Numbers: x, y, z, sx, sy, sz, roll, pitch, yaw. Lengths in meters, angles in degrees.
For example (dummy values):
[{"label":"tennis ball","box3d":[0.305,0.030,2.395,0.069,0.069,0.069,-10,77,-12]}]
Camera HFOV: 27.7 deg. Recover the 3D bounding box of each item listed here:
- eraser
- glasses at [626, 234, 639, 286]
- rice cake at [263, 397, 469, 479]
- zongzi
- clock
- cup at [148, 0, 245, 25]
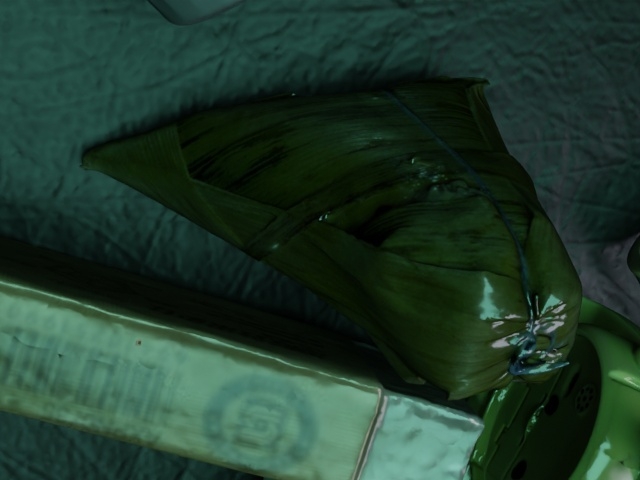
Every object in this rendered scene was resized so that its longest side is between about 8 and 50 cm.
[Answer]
[{"label":"eraser","box3d":[-0.081,0.079,0.803,0.343,0.144,0.078,17,96,-9]},{"label":"glasses","box3d":[0.333,0.030,0.988,0.189,0.088,0.221,-33,129,-7]},{"label":"rice cake","box3d":[0.060,0.138,0.935,0.211,0.038,0.124,-3,103,-14]},{"label":"zongzi","box3d":[0.000,0.000,0.780,0.274,0.251,0.125,-3,124,-12]},{"label":"clock","box3d":[0.163,0.129,0.816,0.069,0.232,0.170,27,94,-18]},{"label":"cup","box3d":[-0.114,-0.317,0.670,0.253,0.253,0.371,-42,111,-3]}]
